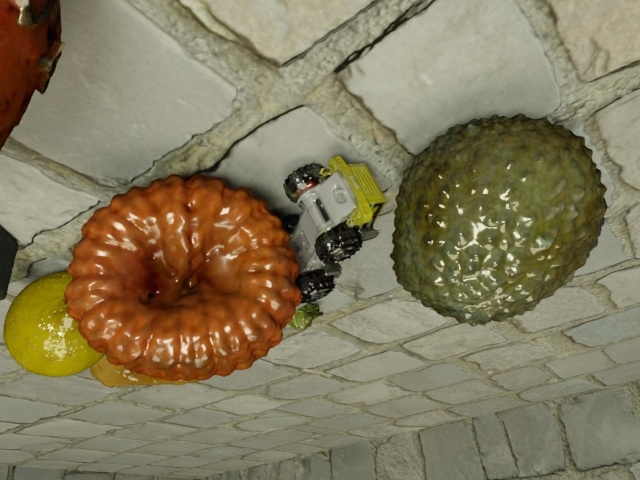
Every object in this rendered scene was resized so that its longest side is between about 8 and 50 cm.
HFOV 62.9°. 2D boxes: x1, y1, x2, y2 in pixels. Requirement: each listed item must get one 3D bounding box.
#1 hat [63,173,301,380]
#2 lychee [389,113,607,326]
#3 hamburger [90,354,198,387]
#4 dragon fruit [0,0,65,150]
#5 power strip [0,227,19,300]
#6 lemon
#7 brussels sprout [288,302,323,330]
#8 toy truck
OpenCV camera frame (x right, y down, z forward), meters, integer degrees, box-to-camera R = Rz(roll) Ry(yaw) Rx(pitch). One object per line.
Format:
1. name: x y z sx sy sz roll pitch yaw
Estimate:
1. hat: -0.192 0.056 0.784 0.285 0.285 0.400 2 175 -13
2. lychee: 0.212 -0.023 0.645 0.255 0.274 0.255 20 144 15
3. hamburger: -0.344 0.229 1.076 0.261 0.124 0.131 0 148 -10
4. dragon fruit: -0.317 -0.148 0.369 0.250 0.250 0.315 17 144 -32
5. power strip: -0.502 -0.007 0.684 0.070 0.105 0.257 -7 148 5
6. lemon: -0.426 0.137 0.867 0.173 0.174 0.206 16 150 -31
7. brussels sprout: -0.036 0.156 1.075 0.085 0.058 0.085 -19 156 -9
8. toy truck: 0.000 0.000 0.758 0.111 0.136 0.286 -14 156 -28
